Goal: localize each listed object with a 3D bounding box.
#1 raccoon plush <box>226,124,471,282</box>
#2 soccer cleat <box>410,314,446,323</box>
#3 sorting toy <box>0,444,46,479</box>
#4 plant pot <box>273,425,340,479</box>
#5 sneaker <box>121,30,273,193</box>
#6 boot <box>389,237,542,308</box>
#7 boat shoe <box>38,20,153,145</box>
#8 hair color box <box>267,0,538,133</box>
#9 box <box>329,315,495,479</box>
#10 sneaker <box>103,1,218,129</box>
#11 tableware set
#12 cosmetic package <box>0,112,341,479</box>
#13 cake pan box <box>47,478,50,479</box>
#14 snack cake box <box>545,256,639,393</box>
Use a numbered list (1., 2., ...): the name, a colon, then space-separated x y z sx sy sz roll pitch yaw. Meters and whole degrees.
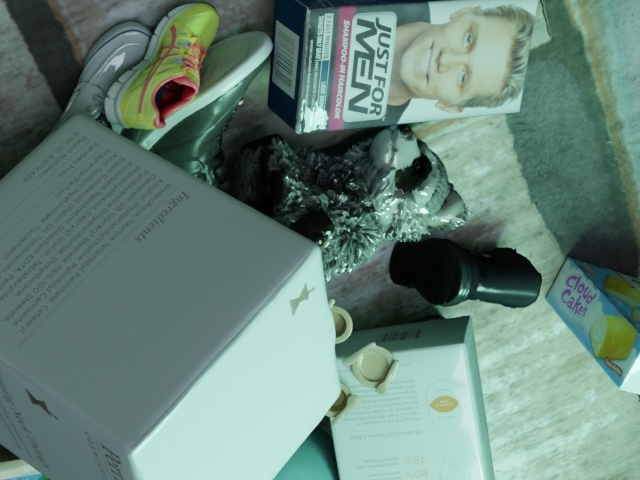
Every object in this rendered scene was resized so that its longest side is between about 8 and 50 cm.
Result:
1. raccoon plush: 0.000 0.000 1.823 0.299 0.216 0.446 0 148 -33
2. soccer cleat: 0.176 0.270 2.015 0.108 0.116 0.318 -4 119 -16
3. sorting toy: -0.374 0.313 1.772 0.255 0.257 0.089 -7 96 -14
4. plant pot: -0.068 0.381 1.933 0.195 0.290 0.290 -33 131 -41
5. sneaker: -0.148 -0.149 1.698 0.295 0.104 0.147 -40 124 13
6. boot: 0.238 0.051 1.852 0.207 0.246 0.094 7 92 -19
7. boat shoe: -0.288 -0.162 1.650 0.095 0.084 0.258 22 109 -26
8. hair color box: 0.110 -0.253 1.686 0.347 0.105 0.174 -9 121 -25
9. box: 0.142 0.308 1.894 0.215 0.168 0.345 -7 99 11
10. sneaker: -0.181 -0.215 1.613 0.208 0.094 0.081 -58 145 -20
11. tableware set: 0.018 0.173 1.795 0.168 0.020 0.141 44 105 2
12. cosmetic package: -0.230 0.121 1.536 0.327 0.393 0.329 -47 151 -27
13. cake pan box: -0.415 0.476 1.969 0.266 0.070 0.246 -25 124 -3
14. snack cake box: 0.479 0.139 1.954 0.152 0.264 0.089 14 112 -24
